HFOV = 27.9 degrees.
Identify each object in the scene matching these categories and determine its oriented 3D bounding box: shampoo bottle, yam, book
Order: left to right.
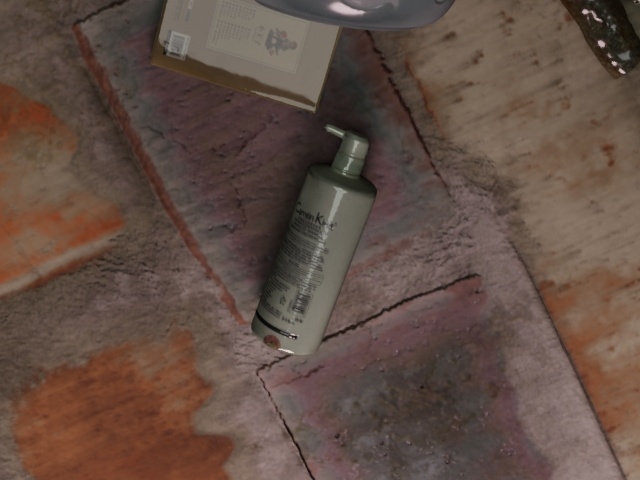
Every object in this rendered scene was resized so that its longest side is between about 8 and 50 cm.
[{"bbox_3d":[-0.080,-0.234,1.434,0.199,0.016,0.138,17,108,0],"label":"book"},{"bbox_3d":[0.000,0.000,1.464,0.085,0.085,0.262,20,107,-1],"label":"shampoo bottle"},{"bbox_3d":[0.259,-0.293,1.364,0.061,0.061,0.274,-34,102,14],"label":"yam"}]

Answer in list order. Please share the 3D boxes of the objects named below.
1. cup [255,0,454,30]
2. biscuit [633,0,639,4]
[{"bbox_3d":[-0.004,-0.355,1.232,0.357,0.259,0.274,-5,114,-31],"label":"cup"},{"bbox_3d":[0.468,-0.287,1.349,0.252,0.052,0.150,16,112,2],"label":"biscuit"}]
